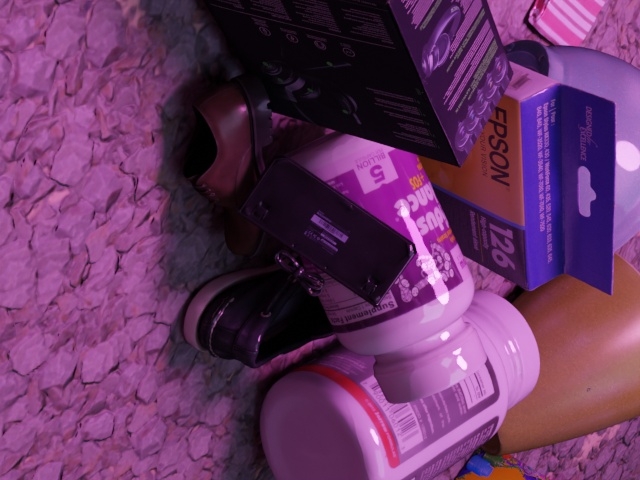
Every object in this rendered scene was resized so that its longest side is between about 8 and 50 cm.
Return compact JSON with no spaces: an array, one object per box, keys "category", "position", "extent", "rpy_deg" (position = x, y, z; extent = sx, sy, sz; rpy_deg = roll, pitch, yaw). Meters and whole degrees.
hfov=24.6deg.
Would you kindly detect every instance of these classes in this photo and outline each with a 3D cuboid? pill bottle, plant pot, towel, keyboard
[{"category":"pill bottle","position":[0.070,0.021,1.630],"extent":[0.169,0.169,0.301],"rpy_deg":[-30,98,-38]},{"category":"plant pot","position":[0.346,0.193,2.194],"extent":[0.293,0.275,0.274],"rpy_deg":[-30,137,-17]},{"category":"plant pot","position":[0.285,-0.132,1.863],"extent":[0.196,0.293,0.293],"rpy_deg":[33,86,-29]},{"category":"towel","position":[0.355,-0.356,1.982],"extent":[0.144,0.029,0.197],"rpy_deg":[23,97,-56]},{"category":"keyboard","position":[0.000,0.000,1.533],"extent":[0.108,0.180,0.023],"rpy_deg":[-55,-177,7]},{"category":"pill bottle","position":[0.113,0.206,1.909],"extent":[0.363,0.210,0.210],"rpy_deg":[-25,132,-42]}]

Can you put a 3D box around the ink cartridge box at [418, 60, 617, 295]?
[{"category":"ink cartridge box","position":[0.200,-0.086,1.720],"extent":[0.072,0.307,0.303],"rpy_deg":[-39,140,-27]}]

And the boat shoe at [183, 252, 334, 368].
[{"category":"boat shoe","position":[-0.003,0.067,1.740],"extent":[0.340,0.113,0.127],"rpy_deg":[-17,126,-46]}]

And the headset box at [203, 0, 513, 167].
[{"category":"headset box","position":[0.035,-0.215,1.451],"extent":[0.131,0.246,0.283],"rpy_deg":[-59,147,-19]}]

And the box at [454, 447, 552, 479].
[{"category":"box","position":[0.308,0.528,2.339],"extent":[0.290,0.279,0.177],"rpy_deg":[-53,146,-13]}]

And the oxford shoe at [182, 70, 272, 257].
[{"category":"oxford shoe","position":[-0.104,-0.070,1.556],"extent":[0.096,0.083,0.227],"rpy_deg":[-22,131,-21]}]
